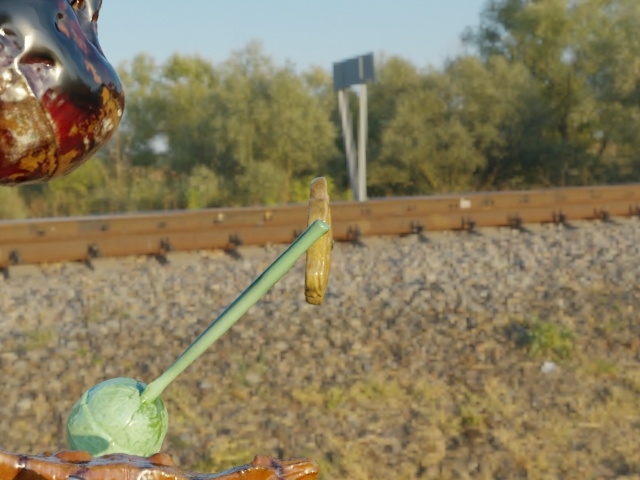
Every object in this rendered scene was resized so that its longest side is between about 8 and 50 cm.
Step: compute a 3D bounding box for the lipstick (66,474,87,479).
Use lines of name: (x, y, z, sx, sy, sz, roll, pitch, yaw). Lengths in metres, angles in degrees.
lipstick: (-0.181, 0.217, 0.614, 0.038, 0.038, 0.130, 2, 50, 39)

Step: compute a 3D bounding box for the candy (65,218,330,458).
candy: (-0.146, 0.127, 1.116, 0.440, 0.119, 0.119, -44, -12, 20)

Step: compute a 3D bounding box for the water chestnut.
water chestnut: (-0.367, -0.204, 1.122, 0.289, 0.244, 0.289, 32, 19, -12)

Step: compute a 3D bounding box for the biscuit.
biscuit: (0.000, 0.000, 1.250, 0.036, 0.165, 0.225, 1, 4, 0)

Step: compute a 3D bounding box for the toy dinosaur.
toy dinosaur: (-0.217, 0.214, 0.748, 0.432, 0.208, 0.097, 7, 43, -24)
